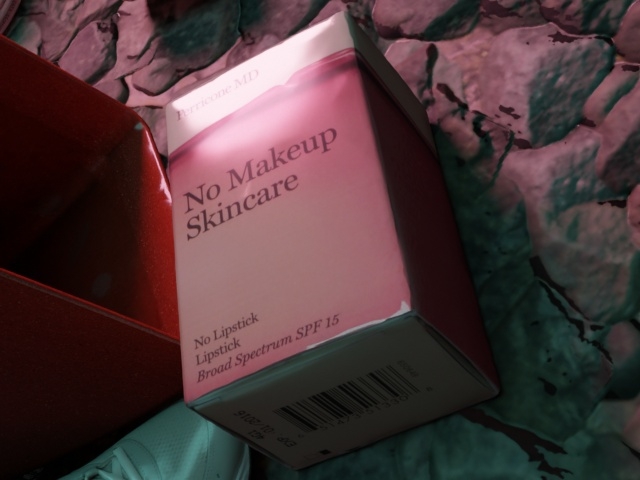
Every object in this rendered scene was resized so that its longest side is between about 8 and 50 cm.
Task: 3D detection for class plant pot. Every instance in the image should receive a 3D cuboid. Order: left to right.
[{"bbox_3d":[-0.261,0.019,0.687,0.236,0.267,0.267,-44,45,18],"label":"plant pot"}]

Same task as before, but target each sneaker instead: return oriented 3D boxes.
[{"bbox_3d":[-0.158,0.187,0.646,0.262,0.121,0.099,-45,48,1],"label":"sneaker"}]

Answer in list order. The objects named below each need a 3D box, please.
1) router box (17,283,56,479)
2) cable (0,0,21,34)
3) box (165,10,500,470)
[{"bbox_3d":[-0.211,0.105,0.787,0.092,0.038,0.122,-40,48,6],"label":"router box"},{"bbox_3d":[-0.438,-0.263,1.134,0.257,0.089,0.257,-52,47,-4],"label":"cable"},{"bbox_3d":[0.000,0.000,0.655,0.149,0.127,0.232,-25,52,19],"label":"box"}]
